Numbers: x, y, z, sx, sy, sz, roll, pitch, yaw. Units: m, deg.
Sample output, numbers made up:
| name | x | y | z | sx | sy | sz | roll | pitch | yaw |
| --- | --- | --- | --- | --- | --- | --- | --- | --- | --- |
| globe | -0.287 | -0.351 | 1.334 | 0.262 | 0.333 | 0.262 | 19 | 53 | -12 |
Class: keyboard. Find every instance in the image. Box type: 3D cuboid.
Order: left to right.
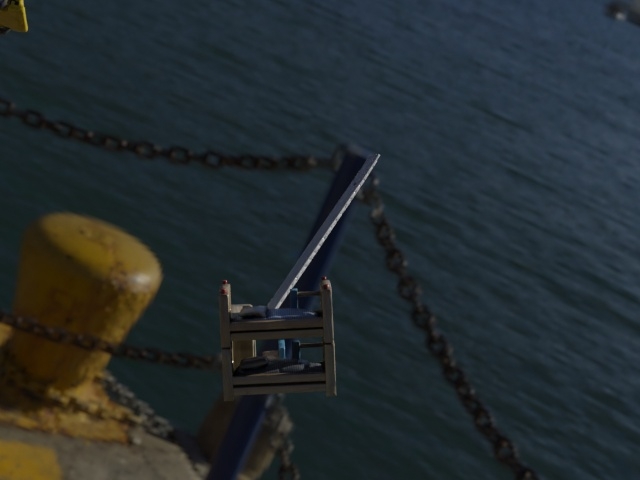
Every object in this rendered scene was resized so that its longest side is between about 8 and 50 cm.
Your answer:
| name | x | y | z | sx | sy | sz | roll | pitch | yaw |
| --- | --- | --- | --- | --- | --- | --- | --- | --- | --- |
| keyboard | 0.000 | 0.000 | 1.562 | 0.014 | 0.256 | 0.072 | 32 | -23 | 6 |

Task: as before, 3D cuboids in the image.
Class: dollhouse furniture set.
| name | x | y | z | sx | sy | sz | roll | pitch | yaw |
| --- | --- | --- | --- | --- | --- | --- | --- | --- | --- |
| dollhouse furniture set | -0.053 | 0.102 | 1.506 | 0.129 | 0.128 | 0.183 | -2 | 9 | -2 |

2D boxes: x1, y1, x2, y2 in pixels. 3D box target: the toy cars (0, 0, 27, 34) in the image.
| name | x | y | z | sx | sy | sz | roll | pitch | yaw |
| --- | --- | --- | --- | --- | --- | --- | --- | --- | --- |
| toy cars | -0.674 | -0.405 | 2.194 | 0.394 | 0.087 | 0.176 | -8 | -24 | 32 |
